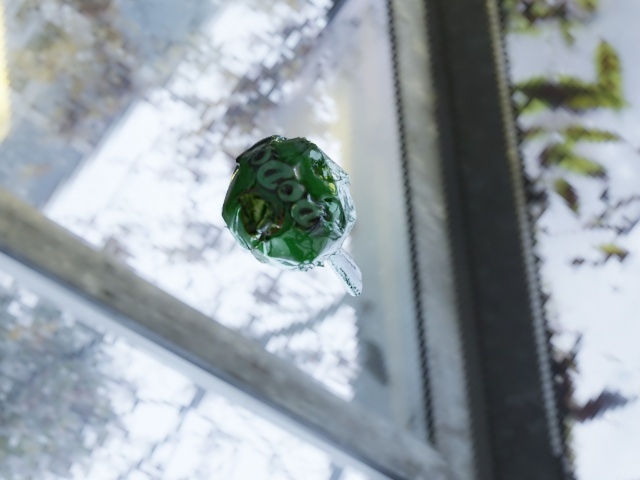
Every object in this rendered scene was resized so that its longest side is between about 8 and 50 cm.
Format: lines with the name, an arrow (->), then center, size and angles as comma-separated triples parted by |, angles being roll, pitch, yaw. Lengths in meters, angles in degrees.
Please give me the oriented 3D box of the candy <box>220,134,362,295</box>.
candy -> 0.001, 0.002, 1.474 | 0.097, 0.323, 0.097 | -3, -104, 11
